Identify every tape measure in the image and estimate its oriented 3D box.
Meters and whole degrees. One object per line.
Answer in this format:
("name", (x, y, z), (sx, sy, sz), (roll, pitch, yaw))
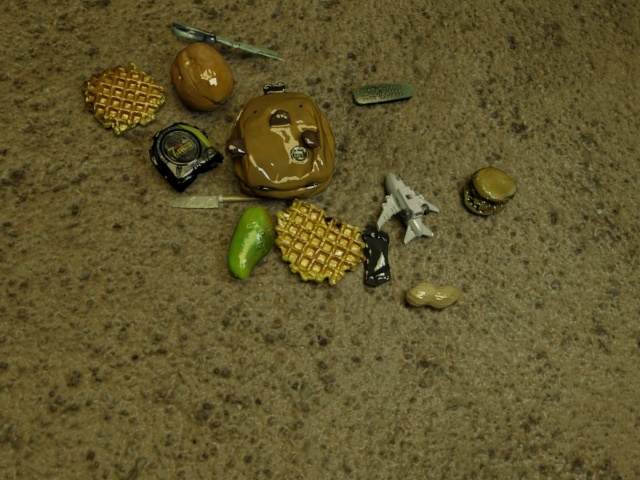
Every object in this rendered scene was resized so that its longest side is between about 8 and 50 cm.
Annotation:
("tape measure", (-0.428, -0.270, 1.752), (0.199, 0.112, 0.186), (-39, 89, -25))

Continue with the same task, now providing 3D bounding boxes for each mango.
("mango", (-0.208, 0.009, 1.695), (0.125, 0.111, 0.233), (12, 71, -1))

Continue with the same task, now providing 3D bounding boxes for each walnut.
("walnut", (-0.382, -0.522, 1.808), (0.193, 0.193, 0.226), (-30, 67, -18))

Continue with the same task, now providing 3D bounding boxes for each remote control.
("remote control", (0.224, -0.518, 1.990), (0.221, 0.042, 0.072), (-8, 73, -12))

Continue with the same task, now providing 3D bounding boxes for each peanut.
("peanut", (0.356, 0.173, 1.760), (0.187, 0.082, 0.082), (6, 70, -9))

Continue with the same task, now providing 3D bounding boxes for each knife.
("knife", (-0.331, -0.123, 1.766), (0.297, 0.017, 0.047), (-2, 76, -11))

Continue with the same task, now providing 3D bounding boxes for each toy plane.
("toy plane", (0.279, -0.117, 1.832), (0.251, 0.101, 0.255), (-14, 74, -27))

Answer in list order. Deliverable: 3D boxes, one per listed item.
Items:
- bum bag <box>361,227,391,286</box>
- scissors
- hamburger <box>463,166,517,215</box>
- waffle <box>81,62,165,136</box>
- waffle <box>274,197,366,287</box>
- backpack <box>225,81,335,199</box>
("bum bag", (0.179, 0.050, 1.784), (0.087, 0.049, 0.198), (1, 72, -5))
("scissors", (-0.307, -0.664, 1.889), (0.383, 0.256, 0.029), (11, 112, -17))
("hamburger", (0.569, -0.169, 1.893), (0.184, 0.131, 0.159), (-22, 68, -23))
("waffle", (-0.632, -0.461, 1.813), (0.237, 0.059, 0.243), (-40, 85, -23))
("waffle", (-0.001, 0.001, 1.762), (0.283, 0.065, 0.310), (-17, 77, -14))
("backpack", (-0.128, -0.307, 1.766), (0.353, 0.201, 0.378), (-9, 68, -11))
